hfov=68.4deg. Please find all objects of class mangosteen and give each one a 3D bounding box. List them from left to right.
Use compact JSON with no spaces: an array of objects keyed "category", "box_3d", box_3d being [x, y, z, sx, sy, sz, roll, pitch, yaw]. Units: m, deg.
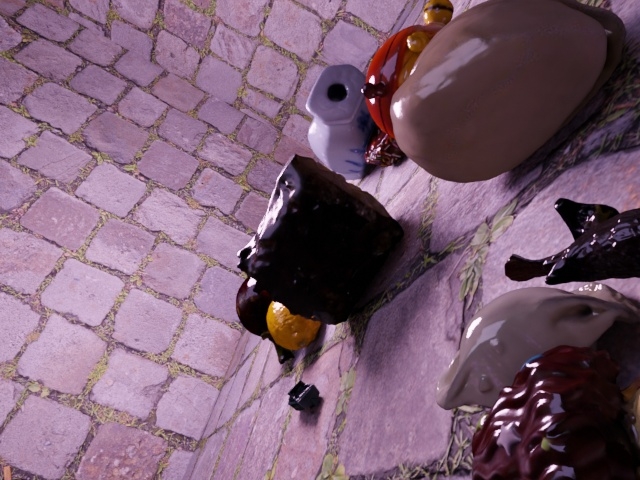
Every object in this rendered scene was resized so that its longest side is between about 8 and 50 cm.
[{"category":"mangosteen","box_3d":[-0.128,0.218,1.398,0.231,0.231,0.289,-56,43,35]}]

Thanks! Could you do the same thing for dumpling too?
[{"category":"dumpling","box_3d":[0.183,0.093,0.432,0.169,0.099,0.134,-57,-12,14]}]

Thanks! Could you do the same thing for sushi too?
[{"category":"sushi","box_3d":[-0.001,0.002,1.031,0.294,0.299,0.281,-60,-12,7]}]

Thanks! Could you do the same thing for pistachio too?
[{"category":"pistachio","box_3d":[0.235,-0.208,0.656,0.331,0.207,0.226,-28,78,49]}]

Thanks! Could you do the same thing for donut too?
[{"category":"donut","box_3d":[0.206,-0.302,1.297,0.235,0.089,0.235,-59,12,20]}]

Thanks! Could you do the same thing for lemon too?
[{"category":"lemon","box_3d":[-0.068,0.214,1.239,0.142,0.142,0.187,-59,28,21]}]

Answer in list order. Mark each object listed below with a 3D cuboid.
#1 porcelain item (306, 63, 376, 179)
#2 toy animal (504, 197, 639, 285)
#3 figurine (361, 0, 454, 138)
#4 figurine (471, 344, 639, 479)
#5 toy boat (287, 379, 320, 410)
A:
[{"category":"porcelain item","box_3d":[0.080,-0.342,1.464,0.243,0.178,0.405,-66,-17,-12]},{"category":"toy animal","box_3d":[0.240,0.006,0.359,0.105,0.070,0.202,-37,13,-14]},{"category":"figurine","box_3d":[0.194,-0.313,0.951,0.323,0.196,0.320,-56,-33,-65]},{"category":"figurine","box_3d":[0.186,0.120,0.278,0.240,0.115,0.175,-52,16,47]},{"category":"toy boat","box_3d":[-0.044,0.343,1.035,0.055,0.060,0.141,-42,-5,-25]}]
